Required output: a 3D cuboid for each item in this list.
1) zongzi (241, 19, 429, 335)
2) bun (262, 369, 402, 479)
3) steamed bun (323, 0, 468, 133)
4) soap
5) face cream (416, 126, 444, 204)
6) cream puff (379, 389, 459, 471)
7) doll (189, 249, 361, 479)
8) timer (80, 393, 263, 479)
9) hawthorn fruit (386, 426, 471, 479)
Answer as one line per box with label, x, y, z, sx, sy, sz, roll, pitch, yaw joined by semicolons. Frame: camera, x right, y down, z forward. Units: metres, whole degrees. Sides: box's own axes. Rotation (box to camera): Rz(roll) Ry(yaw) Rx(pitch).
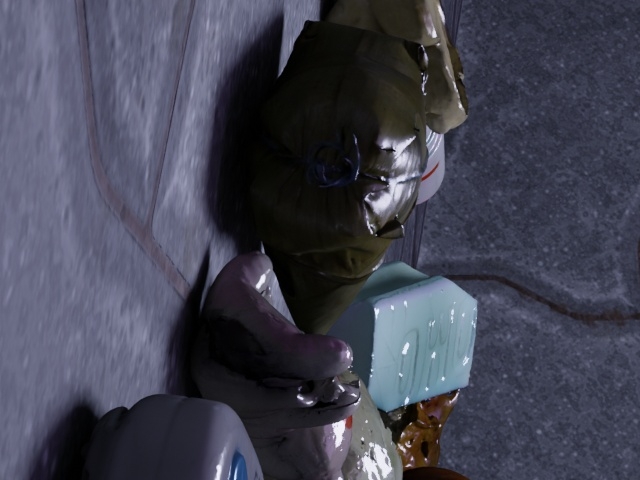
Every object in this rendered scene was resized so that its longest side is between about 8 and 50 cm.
zongzi;0.000;0.000;1.303;0.251;0.125;0.274;-67;170;-69
bun;-0.007;0.212;1.408;0.239;0.141;0.239;12;90;-84
steamed bun;0.061;-0.192;1.637;0.177;0.106;0.192;-94;166;-49
soap;0.081;0.103;1.903;0.230;0.091;0.145;-15;117;-53
face cream;0.091;-0.111;2.043;0.345;0.102;0.102;52;47;-81
cream puff;0.065;0.224;2.087;0.241;0.155;0.269;-49;154;-69
doll;-0.030;0.100;1.210;0.095;0.149;0.192;-37;149;-14
timer;-0.086;0.209;0.941;0.262;0.087;0.237;80;19;-70
hawthorn fruit;0.065;0.324;1.656;0.268;0.268;0.301;13;84;-84
